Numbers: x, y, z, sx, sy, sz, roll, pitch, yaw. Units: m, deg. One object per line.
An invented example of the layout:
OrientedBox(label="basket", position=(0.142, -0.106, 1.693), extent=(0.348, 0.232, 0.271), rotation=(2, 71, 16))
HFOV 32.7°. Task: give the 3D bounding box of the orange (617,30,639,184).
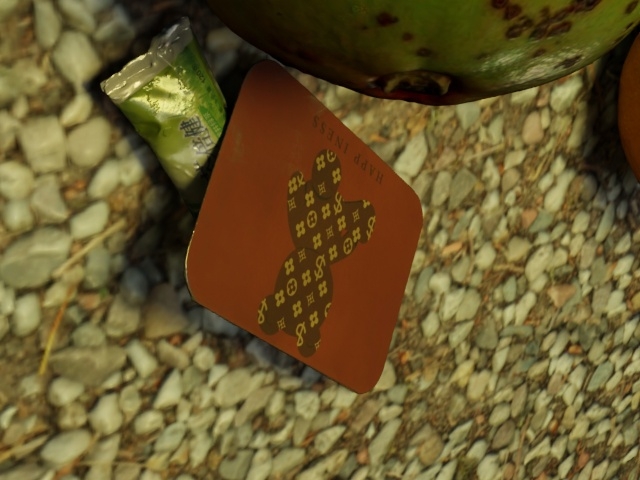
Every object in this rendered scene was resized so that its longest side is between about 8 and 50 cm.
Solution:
OrientedBox(label="orange", position=(0.403, -0.131, 1.008), extent=(0.261, 0.261, 0.261), rotation=(-20, 123, -35))

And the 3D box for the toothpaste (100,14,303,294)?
OrientedBox(label="toothpaste", position=(-0.067, -0.034, 0.753), extent=(0.078, 0.047, 0.248), rotation=(-44, 132, -22))

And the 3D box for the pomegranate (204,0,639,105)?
OrientedBox(label="pomegranate", position=(0.077, -0.234, 0.622), extent=(0.290, 0.290, 0.323), rotation=(20, 96, -46))

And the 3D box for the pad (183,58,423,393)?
OrientedBox(label="pad", position=(0.000, 0.000, 0.809), extent=(0.267, 0.004, 0.181), rotation=(36, 65, -50))
